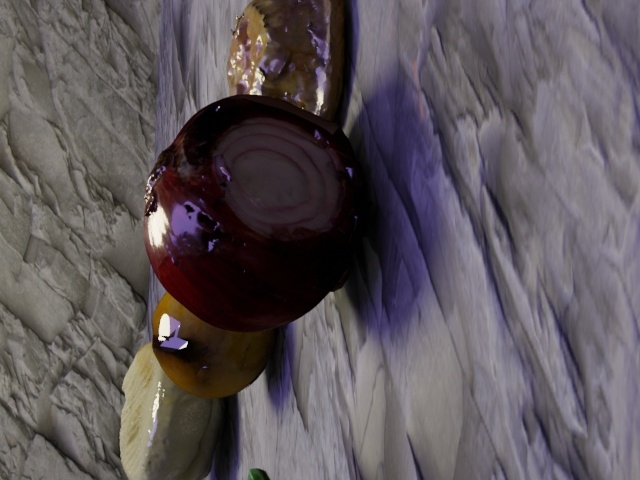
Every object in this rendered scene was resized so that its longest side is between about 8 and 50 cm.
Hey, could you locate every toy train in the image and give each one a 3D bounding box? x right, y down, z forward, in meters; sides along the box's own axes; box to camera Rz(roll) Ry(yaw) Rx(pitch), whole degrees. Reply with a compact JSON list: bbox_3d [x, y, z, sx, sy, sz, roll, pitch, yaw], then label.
[{"bbox_3d":[-0.115,0.468,1.878,0.093,0.038,0.056,-142,63,-71],"label":"toy train"}]

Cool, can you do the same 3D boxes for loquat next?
[{"bbox_3d":[-0.198,0.176,1.868,0.235,0.235,0.234,-177,90,-74],"label":"loquat"}]

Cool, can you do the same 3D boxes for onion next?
[{"bbox_3d":[-0.107,-0.028,1.433,0.341,0.341,0.341,-177,90,-74],"label":"onion"}]

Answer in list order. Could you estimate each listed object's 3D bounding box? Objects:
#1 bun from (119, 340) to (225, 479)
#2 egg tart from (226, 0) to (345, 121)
[{"bbox_3d":[-0.328,0.404,2.290,0.365,0.219,0.365,-170,90,-67],"label":"bun"},{"bbox_3d":[-0.065,-0.289,1.648,0.352,0.150,0.351,-179,90,-70],"label":"egg tart"}]
